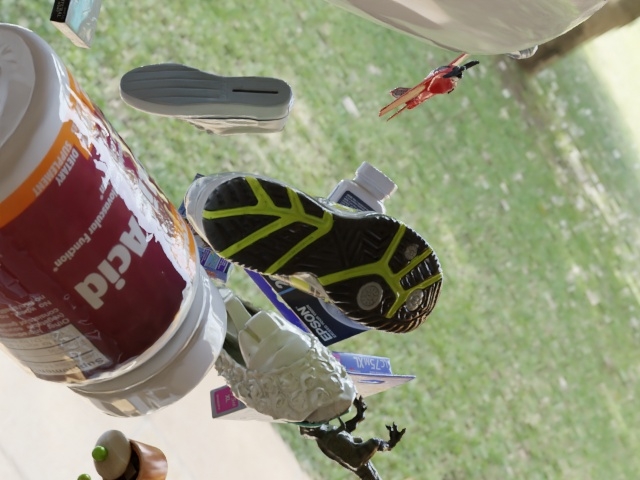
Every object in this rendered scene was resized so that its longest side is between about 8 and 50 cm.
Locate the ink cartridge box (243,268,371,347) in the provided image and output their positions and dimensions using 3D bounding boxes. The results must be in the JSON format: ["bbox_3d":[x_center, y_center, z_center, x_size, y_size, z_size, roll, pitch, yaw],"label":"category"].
[{"bbox_3d":[-0.015,0.082,1.974,0.206,0.208,0.045,50,40,-18],"label":"ink cartridge box"}]

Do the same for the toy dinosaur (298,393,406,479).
[{"bbox_3d":[0.062,0.312,1.831,0.268,0.064,0.118,46,59,-21],"label":"toy dinosaur"}]

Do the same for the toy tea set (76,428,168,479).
[{"bbox_3d":[-0.300,0.409,1.516,0.124,0.200,0.335,19,70,-52],"label":"toy tea set"}]

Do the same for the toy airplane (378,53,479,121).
[{"bbox_3d":[0.107,-0.153,1.196,0.028,0.151,0.151,57,22,-8],"label":"toy airplane"}]

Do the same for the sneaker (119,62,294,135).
[{"bbox_3d":[-0.170,-0.197,1.774,0.091,0.258,0.094,100,-4,-52],"label":"sneaker"}]

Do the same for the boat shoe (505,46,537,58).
[{"bbox_3d":[0.246,-0.350,1.975,0.228,0.081,0.079,32,-14,12],"label":"boat shoe"}]

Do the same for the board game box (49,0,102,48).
[{"bbox_3d":[-0.348,-0.391,1.764,0.126,0.026,0.186,48,54,-80],"label":"board game box"}]

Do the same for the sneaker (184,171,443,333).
[{"bbox_3d":[0.000,0.000,1.519,0.385,0.145,0.147,29,2,-32],"label":"sneaker"}]

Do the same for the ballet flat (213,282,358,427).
[{"bbox_3d":[-0.103,0.154,1.778,0.147,0.147,0.409,44,-13,-34],"label":"ballet flat"}]

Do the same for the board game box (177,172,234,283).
[{"bbox_3d":[-0.203,-0.025,2.205,0.136,0.035,0.201,19,52,5],"label":"board game box"}]

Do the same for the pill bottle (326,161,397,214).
[{"bbox_3d":[0.058,-0.051,2.211,0.108,0.180,0.108,38,-1,1],"label":"pill bottle"}]

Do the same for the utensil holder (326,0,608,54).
[{"bbox_3d":[0.055,-0.320,0.864,0.385,0.328,0.327,11,53,-58],"label":"utensil holder"}]

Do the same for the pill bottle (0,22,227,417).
[{"bbox_3d":[-0.253,0.002,1.142,0.392,0.224,0.224,57,16,-49],"label":"pill bottle"}]

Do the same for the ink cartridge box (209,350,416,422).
[{"bbox_3d":[-0.015,0.244,2.008,0.186,0.311,0.065,12,64,-47],"label":"ink cartridge box"}]
